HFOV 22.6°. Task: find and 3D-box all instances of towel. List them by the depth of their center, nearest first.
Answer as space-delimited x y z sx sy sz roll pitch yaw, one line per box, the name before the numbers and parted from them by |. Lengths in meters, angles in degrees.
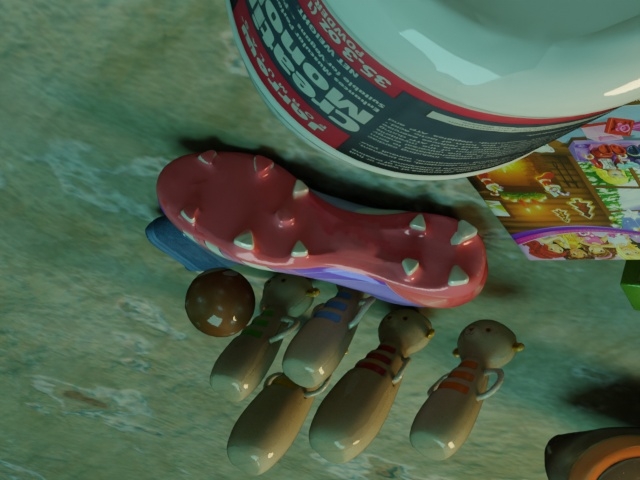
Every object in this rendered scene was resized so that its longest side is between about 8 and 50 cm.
towel | -0.078 -0.005 1.259 0.119 0.029 0.067 -9 145 43

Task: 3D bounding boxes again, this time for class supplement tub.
supplement tub | 0.060 -0.128 0.688 0.191 0.191 0.272 20 172 -7

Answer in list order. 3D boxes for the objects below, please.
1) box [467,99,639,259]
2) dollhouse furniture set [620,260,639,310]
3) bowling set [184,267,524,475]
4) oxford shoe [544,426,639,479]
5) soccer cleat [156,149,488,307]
box | 0.223 -0.060 0.938 0.293 0.057 0.201 -1 150 32
dollhouse furniture set | 0.277 0.014 1.051 0.152 0.058 0.076 2 151 28
bowling set | 0.004 0.065 1.263 0.287 0.154 0.200 -10 125 45
oxford shoe | 0.367 0.221 1.386 0.364 0.130 0.133 17 -172 -16
soccer cleat | 0.000 0.000 1.171 0.248 0.083 0.095 13 159 1
